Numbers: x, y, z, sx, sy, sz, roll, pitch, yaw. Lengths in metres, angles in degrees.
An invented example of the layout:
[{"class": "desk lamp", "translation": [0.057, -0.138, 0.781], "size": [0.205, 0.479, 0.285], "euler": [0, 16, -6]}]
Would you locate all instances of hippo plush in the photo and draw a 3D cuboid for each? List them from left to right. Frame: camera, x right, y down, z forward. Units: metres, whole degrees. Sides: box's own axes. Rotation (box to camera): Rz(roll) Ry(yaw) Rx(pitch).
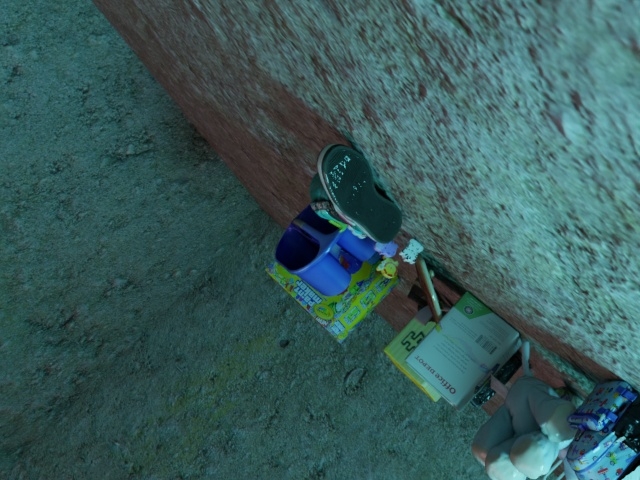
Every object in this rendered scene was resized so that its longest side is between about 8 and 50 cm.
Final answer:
[{"class": "hippo plush", "translation": [0.461, 0.409, 1.488], "size": [0.236, 0.234, 0.294], "euler": [36, -166, -14]}]

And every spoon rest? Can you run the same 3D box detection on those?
[{"class": "spoon rest", "translation": [0.379, 0.245, 1.991], "size": [0.276, 0.084, 0.137], "euler": [32, -178, -28]}]

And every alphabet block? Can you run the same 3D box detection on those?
[{"class": "alphabet block", "translation": [0.351, 0.367, 2.386], "size": [0.193, 0.197, 0.192], "euler": [40, 174, 35]}]

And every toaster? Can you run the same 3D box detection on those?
[{"class": "toaster", "translation": [0.376, 0.287, 1.768], "size": [0.186, 0.168, 0.110], "euler": [48, 176, -26]}]

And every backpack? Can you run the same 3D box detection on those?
[{"class": "backpack", "translation": [0.488, 0.340, 1.271], "size": [0.117, 0.173, 0.158], "euler": [43, 175, 8]}]

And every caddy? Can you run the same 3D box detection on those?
[{"class": "caddy", "translation": [0.000, 0.000, 2.003], "size": [0.179, 0.241, 0.341], "euler": [39, 176, -22]}]

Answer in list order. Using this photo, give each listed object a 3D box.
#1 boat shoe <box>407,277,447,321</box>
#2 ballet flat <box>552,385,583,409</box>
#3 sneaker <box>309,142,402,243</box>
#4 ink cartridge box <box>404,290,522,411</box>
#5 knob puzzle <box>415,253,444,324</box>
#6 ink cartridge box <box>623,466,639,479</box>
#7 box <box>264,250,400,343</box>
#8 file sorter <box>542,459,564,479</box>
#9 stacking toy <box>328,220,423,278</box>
[{"class": "boat shoe", "translation": [0.300, 0.186, 2.034], "size": [0.080, 0.073, 0.223], "euler": [39, 172, 48]}, {"class": "ballet flat", "translation": [0.560, 0.379, 1.656], "size": [0.079, 0.077, 0.221], "euler": [19, 167, 30]}, {"class": "sneaker", "translation": [0.037, -0.114, 1.510], "size": [0.178, 0.124, 0.295], "euler": [27, 166, 41]}, {"class": "ink cartridge box", "translation": [0.316, 0.247, 1.640], "size": [0.154, 0.212, 0.093], "euler": [41, 174, 30]}, {"class": "knob puzzle", "translation": [0.257, 0.103, 1.722], "size": [0.213, 0.029, 0.213], "euler": [-18, -90, -88]}, {"class": "ink cartridge box", "translation": [0.696, 0.542, 1.663], "size": [0.238, 0.060, 0.275], "euler": [3, 159, 18]}, {"class": "box", "translation": [0.039, 0.108, 2.299], "size": [0.290, 0.279, 0.177], "euler": [41, 174, 28]}, {"class": "file sorter", "translation": [0.743, 0.690, 1.981], "size": [0.278, 0.193, 0.173], "euler": [48, 176, -38]}, {"class": "stacking toy", "translation": [0.117, -0.007, 1.706], "size": [0.221, 0.052, 0.167], "euler": [39, 158, -4]}]
